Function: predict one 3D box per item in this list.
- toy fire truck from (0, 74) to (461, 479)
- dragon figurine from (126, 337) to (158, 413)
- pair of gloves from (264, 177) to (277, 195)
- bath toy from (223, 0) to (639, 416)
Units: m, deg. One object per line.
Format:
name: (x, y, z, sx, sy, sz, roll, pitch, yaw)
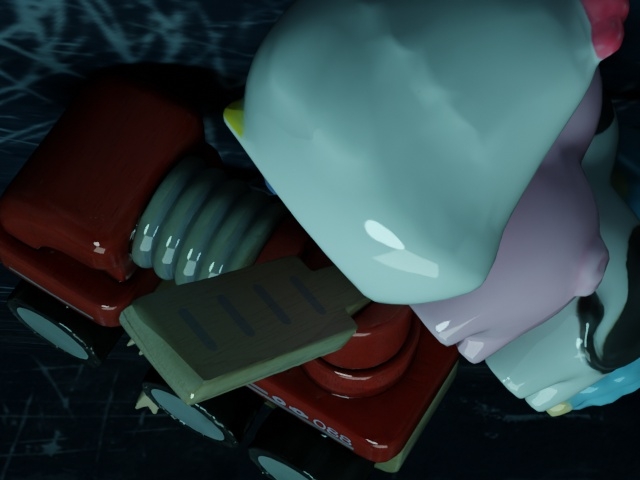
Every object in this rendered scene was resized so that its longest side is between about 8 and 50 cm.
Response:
toy fire truck: (-0.050, 0.014, 0.744, 0.217, 0.158, 0.246, 31, 160, 11)
dragon figurine: (-0.089, 0.030, 1.225, 0.085, 0.144, 0.289, 2, 146, -1)
pair of gloves: (0.000, 0.000, 1.000, 0.159, 0.023, 0.198, 39, 156, -26)
bath toy: (0.075, -0.032, 0.653, 0.129, 0.151, 0.348, -39, 160, 8)
